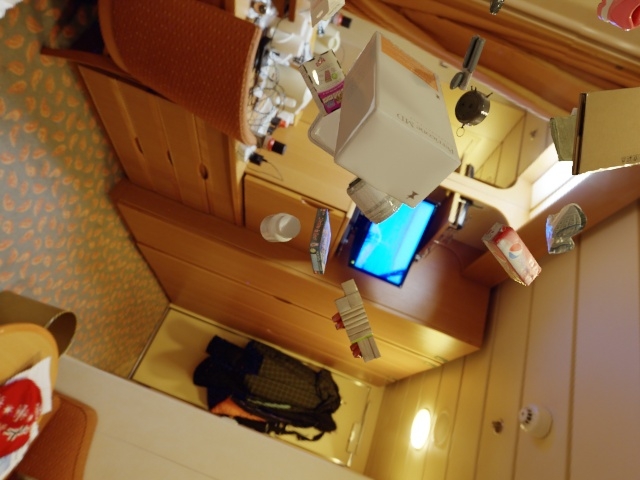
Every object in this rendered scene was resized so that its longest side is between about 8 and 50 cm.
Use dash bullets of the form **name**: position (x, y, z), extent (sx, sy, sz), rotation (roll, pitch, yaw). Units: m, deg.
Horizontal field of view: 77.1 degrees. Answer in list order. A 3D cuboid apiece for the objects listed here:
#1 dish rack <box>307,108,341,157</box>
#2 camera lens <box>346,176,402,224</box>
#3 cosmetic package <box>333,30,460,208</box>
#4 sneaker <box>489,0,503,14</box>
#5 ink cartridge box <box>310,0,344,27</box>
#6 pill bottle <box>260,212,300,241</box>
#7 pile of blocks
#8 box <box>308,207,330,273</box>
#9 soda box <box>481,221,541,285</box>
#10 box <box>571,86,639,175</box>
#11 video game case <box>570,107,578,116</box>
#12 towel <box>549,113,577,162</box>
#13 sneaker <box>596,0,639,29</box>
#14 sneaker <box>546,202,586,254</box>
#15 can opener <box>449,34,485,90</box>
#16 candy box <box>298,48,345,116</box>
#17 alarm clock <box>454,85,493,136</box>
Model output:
- **dish rack**: position (0.125, -0.557, 2.051), extent (0.286, 0.332, 0.072), rotation (-55, -175, 14)
- **camera lens**: position (0.297, -0.254, 2.247), extent (0.219, 0.274, 0.219), rotation (-39, -172, 7)
- **cosmetic package**: position (0.181, -0.318, 1.001), extent (0.161, 0.230, 0.453), rotation (-47, -155, 40)
- **sneaker**: position (0.702, -1.012, 1.612), extent (0.078, 0.106, 0.234), rotation (59, 53, -75)
- **ink cartridge box**: position (0.020, -0.806, 1.309), extent (0.115, 0.067, 0.198), rotation (-5, -94, 59)
- **pill bottle**: position (-0.182, -0.059, 1.842), extent (0.229, 0.131, 0.131), rotation (-1, -116, 64)
- **pile of blocks**: position (0.103, 0.278, 1.388), extent (0.149, 0.112, 0.362), rotation (-116, -175, -59)
- **box**: position (0.000, 0.000, 1.673), extent (0.159, 0.044, 0.233), rotation (80, 15, -45)
- **soda box**: position (0.725, 0.054, 1.519), extent (0.092, 0.263, 0.083), rotation (-48, -155, -2)
- **box**: position (0.614, -0.232, 0.842), extent (0.021, 0.201, 0.165), rotation (-145, -134, -65)
- **video game case**: position (1.229, -0.518, 1.831), extent (0.201, 0.183, 0.023), rotation (-60, 150, -20)
- **towel**: position (0.765, -0.313, 1.230), extent (0.027, 0.110, 0.148), rotation (131, -49, -80)
- **sneaker**: position (0.899, -0.728, 1.089), extent (0.314, 0.115, 0.136), rotation (78, -8, -60)
- **sneaker**: position (0.898, -0.057, 1.508), extent (0.297, 0.111, 0.129), rotation (62, 21, -58)
- **can opener**: position (0.751, -0.894, 2.050), extent (0.093, 0.074, 0.280), rotation (-23, 148, -26)
- **candy box**: position (0.029, -0.682, 1.747), extent (0.159, 0.233, 0.071), rotation (-32, -165, -15)
- **alarm clock**: position (0.580, -0.498, 1.568), extent (0.129, 0.064, 0.192), rotation (46, -53, 45)
